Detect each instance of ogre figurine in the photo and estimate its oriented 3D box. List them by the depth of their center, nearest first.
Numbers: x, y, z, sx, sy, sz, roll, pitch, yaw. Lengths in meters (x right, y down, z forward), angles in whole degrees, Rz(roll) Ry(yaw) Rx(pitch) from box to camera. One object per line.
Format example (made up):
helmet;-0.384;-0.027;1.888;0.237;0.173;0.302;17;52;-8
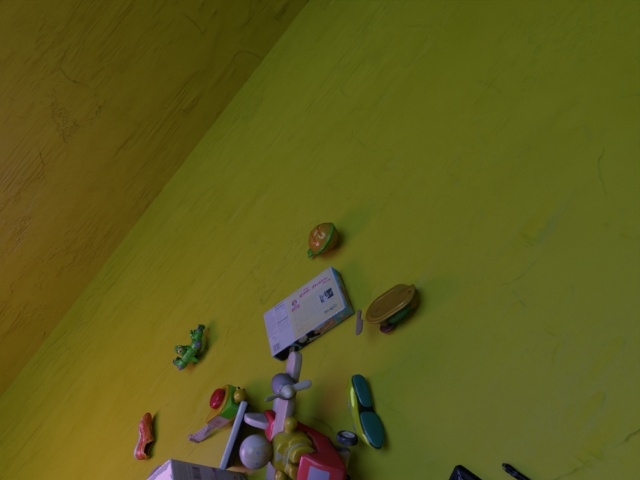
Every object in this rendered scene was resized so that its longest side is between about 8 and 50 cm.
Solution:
ogre figurine;-0.527;0.438;1.980;0.197;0.097;0.118;-36;23;-4

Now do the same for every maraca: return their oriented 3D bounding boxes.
maraca;0.000;0.000;1.803;0.185;0.099;0.127;-35;29;56

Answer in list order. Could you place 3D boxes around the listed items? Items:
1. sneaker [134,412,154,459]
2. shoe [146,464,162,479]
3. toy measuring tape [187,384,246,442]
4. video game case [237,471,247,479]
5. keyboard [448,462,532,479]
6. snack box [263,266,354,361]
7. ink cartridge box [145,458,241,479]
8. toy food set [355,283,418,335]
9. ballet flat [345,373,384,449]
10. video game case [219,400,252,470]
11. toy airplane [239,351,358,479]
sneaker;-0.674;0.761;1.919;0.067;0.064;0.175;-12;58;13
shoe;-0.565;0.870;1.732;0.063;0.081;0.178;-42;11;-6
toy measuring tape;-0.356;0.590;1.714;0.330;0.121;0.121;-44;40;30
video game case;-0.247;0.857;1.477;0.227;0.026;0.206;26;82;49
keyboard;0.415;0.592;1.056;0.317;0.033;0.202;23;79;47
snack box;-0.048;0.252;1.692;0.322;0.060;0.187;-36;44;18
ink cartridge box;-0.371;0.789;1.413;0.197;0.270;0.198;-43;41;13
toy food set;0.211;0.217;1.486;0.218;0.071;0.128;-36;20;16
ballet flat;0.117;0.488;1.379;0.077;0.077;0.231;-54;33;31
video game case;-0.267;0.619;1.567;0.023;0.183;0.201;17;68;4
toy airplane;-0.115;0.559;1.373;0.384;0.272;0.386;-47;51;33
